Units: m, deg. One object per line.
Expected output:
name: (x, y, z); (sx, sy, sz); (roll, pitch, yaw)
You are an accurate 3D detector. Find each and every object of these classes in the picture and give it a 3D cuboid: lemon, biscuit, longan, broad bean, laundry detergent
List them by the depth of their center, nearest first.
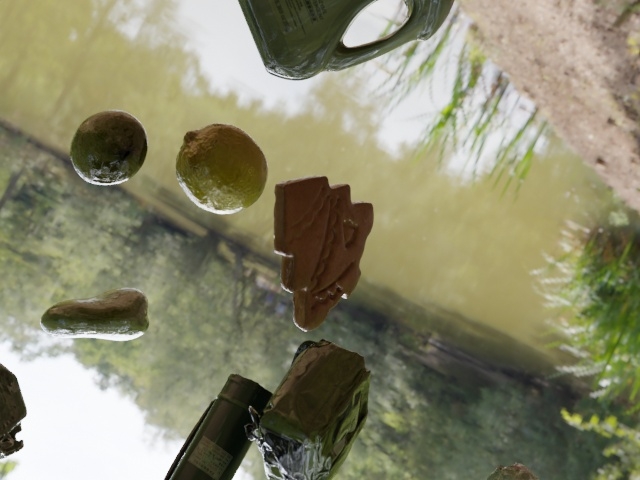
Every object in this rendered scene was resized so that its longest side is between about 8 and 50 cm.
laundry detergent: (0.041, -0.270, 0.867); (0.091, 0.253, 0.181); (-105, -6, -81)
biscuit: (0.000, 0.000, 1.553); (0.043, 0.284, 0.306); (12, 153, 34)
longan: (-0.424, -0.185, 1.770); (0.155, 0.145, 0.176); (-18, -165, -32)
lemon: (-0.215, -0.156, 1.953); (0.231, 0.192, 0.192); (48, 165, -31)
broad bean: (-0.492, 0.176, 1.981); (0.189, 0.121, 0.263); (-4, -176, 41)

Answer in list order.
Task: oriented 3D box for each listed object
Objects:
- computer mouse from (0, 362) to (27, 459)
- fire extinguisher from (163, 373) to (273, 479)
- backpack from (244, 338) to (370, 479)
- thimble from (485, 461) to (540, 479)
computer mouse: (-0.628, 0.291, 1.399); (0.228, 0.145, 0.429); (57, -170, 4)
fire extinguisher: (-0.180, 0.361, 1.422); (0.118, 0.294, 0.093); (23, 159, 17)
backpack: (-0.017, 0.281, 1.348); (0.140, 0.207, 0.253); (24, 137, 20)
thimble: (0.306, 0.466, 1.417); (0.185, 0.211, 0.149); (-10, -138, -39)
